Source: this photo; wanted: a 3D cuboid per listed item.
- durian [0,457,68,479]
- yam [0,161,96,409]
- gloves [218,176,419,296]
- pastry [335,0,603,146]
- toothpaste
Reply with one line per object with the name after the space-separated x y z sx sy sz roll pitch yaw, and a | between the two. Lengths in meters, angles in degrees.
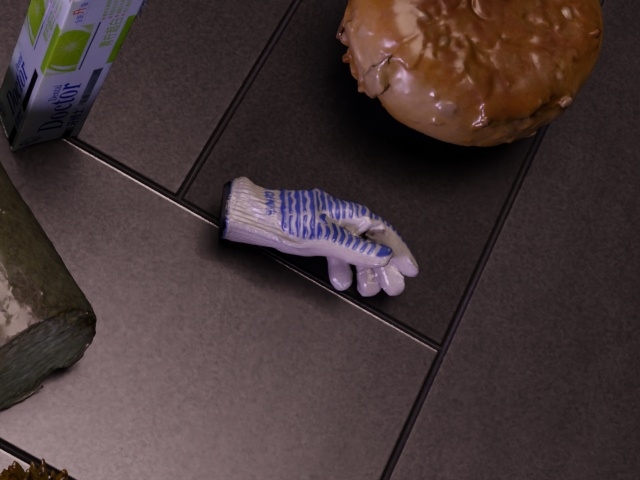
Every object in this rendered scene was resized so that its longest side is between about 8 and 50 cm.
-0.225 0.352 1.333 0.191 0.112 0.341 10 57 -21 | durian
-0.352 0.005 1.446 0.168 0.168 0.304 -30 79 -28 | yam
-0.001 -0.006 1.600 0.229 0.119 0.097 25 96 -8 | gloves
0.161 -0.238 1.724 0.316 0.184 0.284 -16 82 -26 | pastry
-0.248 -0.186 1.469 0.081 0.336 0.067 -15 76 -25 | toothpaste
